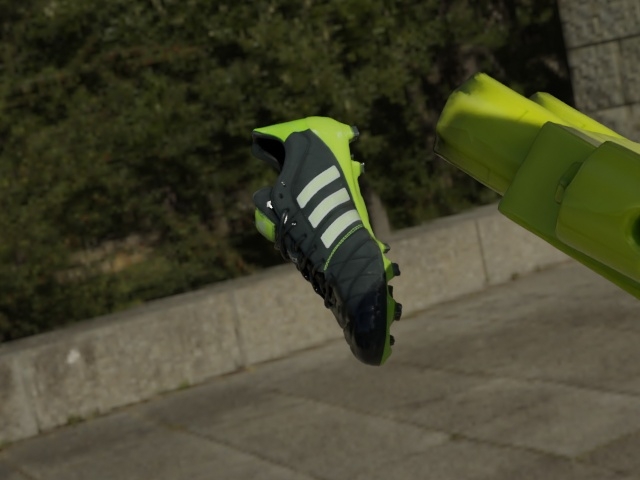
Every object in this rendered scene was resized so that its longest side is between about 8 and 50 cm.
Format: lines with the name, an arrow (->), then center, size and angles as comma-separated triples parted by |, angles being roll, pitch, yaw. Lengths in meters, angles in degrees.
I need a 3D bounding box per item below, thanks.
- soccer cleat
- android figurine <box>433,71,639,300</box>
soccer cleat -> 0.000, 0.000, 0.705 | 0.072, 0.179, 0.060 | -6, -38, -11
android figurine -> 0.183, 0.010, 0.510 | 0.272, 0.056, 0.248 | 33, 16, 26
